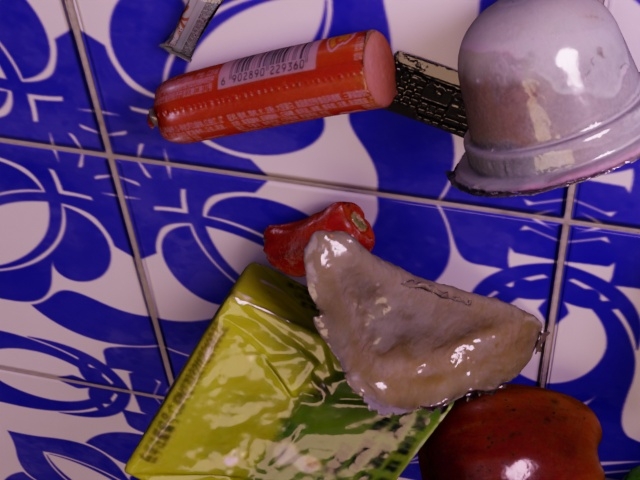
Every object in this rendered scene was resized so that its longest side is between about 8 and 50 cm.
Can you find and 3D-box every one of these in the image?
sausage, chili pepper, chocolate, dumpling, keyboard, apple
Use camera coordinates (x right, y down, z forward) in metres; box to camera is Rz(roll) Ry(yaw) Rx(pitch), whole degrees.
[{"bbox_3d":[-0.061,-0.140,1.168,0.274,0.074,0.074,-8,135,29],"label":"sausage"},{"bbox_3d":[0.000,0.000,1.323,0.123,0.070,0.073,-20,99,41],"label":"chili pepper"},{"bbox_3d":[-0.039,0.202,1.461,0.289,0.137,0.300,27,117,-12],"label":"chocolate"},{"bbox_3d":[0.087,0.101,1.330,0.332,0.166,0.086,25,-172,-29],"label":"dumpling"},{"bbox_3d":[0.153,-0.119,1.158,0.197,0.015,0.074,19,142,-3],"label":"keyboard"},{"bbox_3d":[0.223,0.277,1.450,0.234,0.234,0.234,11,142,9],"label":"apple"},{"bbox_3d":[0.187,-0.138,1.025,0.221,0.221,0.147,-11,106,32],"label":"chocolate"}]

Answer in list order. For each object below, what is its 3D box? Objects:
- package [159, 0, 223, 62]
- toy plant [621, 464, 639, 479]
[{"bbox_3d":[-0.120,-0.207,1.155,0.037,0.015,0.110,27,140,-11],"label":"package"},{"bbox_3d":[0.395,0.381,1.541,0.218,0.175,0.235,-41,121,16],"label":"toy plant"}]
